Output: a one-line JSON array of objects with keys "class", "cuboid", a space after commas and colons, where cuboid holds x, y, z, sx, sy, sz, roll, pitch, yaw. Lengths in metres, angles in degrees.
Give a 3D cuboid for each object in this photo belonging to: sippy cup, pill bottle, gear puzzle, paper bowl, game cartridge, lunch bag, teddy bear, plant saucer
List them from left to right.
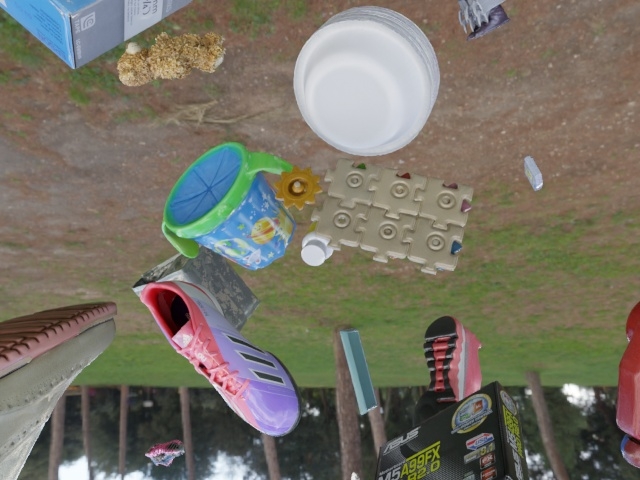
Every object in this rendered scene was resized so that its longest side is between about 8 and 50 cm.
[{"class": "teddy bear", "cuboid": [-0.446, -0.561, 1.580, 0.338, 0.245, 0.113, 0, 142, 8]}, {"class": "lunch bag", "cuboid": [-0.348, 0.157, 1.419, 0.287, 0.169, 0.235, -21, 113, 37]}, {"class": "sippy cup", "cuboid": [-0.180, -0.057, 1.155, 0.306, 0.240, 0.224, 8, 153, 46]}, {"class": "pill bottle", "cuboid": [0.000, 0.000, 1.057, 0.065, 0.065, 0.116, -10, -153, 21]}, {"class": "plant saucer", "cuboid": [0.090, 0.296, 1.208, 0.018, 0.192, 0.067, -21, 166, 30]}, {"class": "paper bowl", "cuboid": [0.082, -0.297, 1.042, 0.284, 0.148, 0.284, 13, 133, 14]}, {"class": "gear puzzle", "cuboid": [0.078, -0.049, 0.903, 0.339, 0.175, 0.044, 14, 159, 11]}, {"class": "game cartridge", "cuboid": [0.444, -0.136, 1.096, 0.017, 0.056, 0.083, -28, 154, 12]}]

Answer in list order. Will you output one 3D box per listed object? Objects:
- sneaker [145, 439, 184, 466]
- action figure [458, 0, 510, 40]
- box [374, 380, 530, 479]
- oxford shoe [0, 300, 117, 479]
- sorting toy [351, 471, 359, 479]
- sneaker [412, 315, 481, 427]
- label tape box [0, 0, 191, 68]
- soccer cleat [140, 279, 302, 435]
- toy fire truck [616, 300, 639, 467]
[{"class": "sneaker", "cuboid": [-0.383, 0.540, 1.323, 0.119, 0.057, 0.047, -18, -169, 29]}, {"class": "action figure", "cuboid": [0.247, -0.506, 0.931, 0.099, 0.285, 0.185, -29, -166, -4]}, {"class": "box", "cuboid": [0.199, 0.372, 0.850, 0.270, 0.060, 0.216, -40, -171, 25]}, {"class": "oxford shoe", "cuboid": [-0.321, 0.177, 0.469, 0.141, 0.146, 0.397, -9, -164, 24]}, {"class": "sorting toy", "cuboid": [0.070, 0.503, 1.039, 0.045, 0.075, 0.083, 0, 173, -4]}, {"class": "sneaker", "cuboid": [0.291, 0.322, 1.107, 0.136, 0.313, 0.116, 27, 153, -28]}, {"class": "label tape box", "cuboid": [-0.300, -0.422, 0.736, 0.241, 0.333, 0.106, 41, 150, 3]}, {"class": "soccer cleat", "cuboid": [-0.158, 0.173, 0.798, 0.108, 0.318, 0.116, -52, 151, 5]}, {"class": "toy fire truck", "cuboid": [0.566, 0.236, 0.782, 0.302, 0.253, 0.169, 20, -176, -18]}]
